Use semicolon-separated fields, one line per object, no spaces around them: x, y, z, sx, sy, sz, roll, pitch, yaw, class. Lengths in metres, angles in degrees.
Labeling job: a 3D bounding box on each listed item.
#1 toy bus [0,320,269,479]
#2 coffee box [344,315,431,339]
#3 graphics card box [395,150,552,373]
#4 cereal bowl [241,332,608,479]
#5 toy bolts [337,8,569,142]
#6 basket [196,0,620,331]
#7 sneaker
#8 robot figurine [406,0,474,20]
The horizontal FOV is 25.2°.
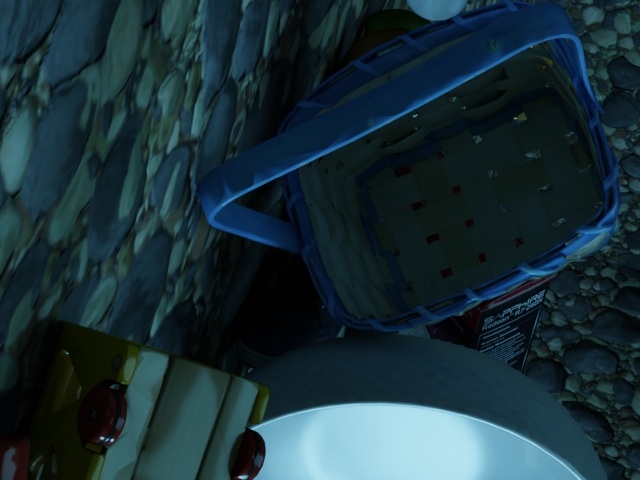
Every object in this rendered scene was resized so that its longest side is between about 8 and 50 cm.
-0.109;0.140;0.718;0.202;0.104;0.191;-31;114;-30;toy bus
0.056;0.191;1.242;0.098;0.141;0.246;-61;129;-70;coffee box
0.111;0.086;1.509;0.094;0.233;0.371;-25;147;-22;graphics card box
0.052;0.195;1.092;0.141;0.339;0.339;-83;-178;-52;cereal bowl
0.128;-0.187;1.215;0.158;0.218;0.228;-86;-179;-69;toy bolts
0.075;-0.050;0.984;0.201;0.255;0.289;69;13;15;basket
-0.001;-0.001;1.168;0.226;0.086;0.163;-43;141;-56;sneaker
0.104;-0.289;0.892;0.353;0.200;0.300;80;28;-70;robot figurine
